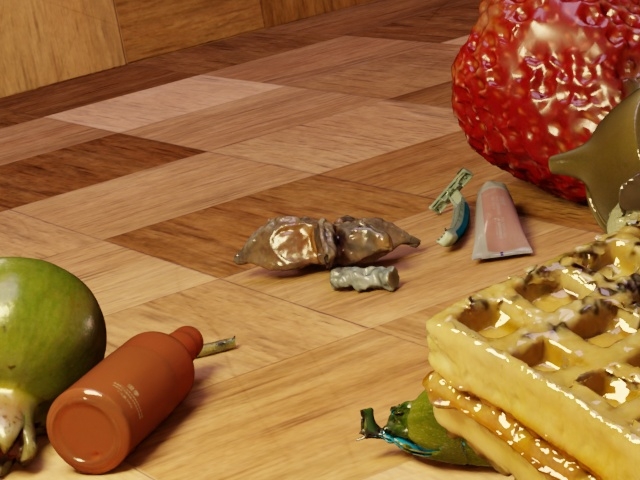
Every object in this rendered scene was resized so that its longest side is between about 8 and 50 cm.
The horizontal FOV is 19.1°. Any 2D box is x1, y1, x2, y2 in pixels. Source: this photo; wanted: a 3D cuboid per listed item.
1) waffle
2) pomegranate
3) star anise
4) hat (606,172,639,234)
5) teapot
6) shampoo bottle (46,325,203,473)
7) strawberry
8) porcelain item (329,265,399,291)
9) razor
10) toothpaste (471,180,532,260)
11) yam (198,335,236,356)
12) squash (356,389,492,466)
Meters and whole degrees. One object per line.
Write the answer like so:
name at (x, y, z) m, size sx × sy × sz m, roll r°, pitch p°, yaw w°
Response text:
waffle at (0.270, 0.123, 1.282) m, size 0.261 × 0.114 × 0.376 m, roll -24°, pitch 36°, yaw -28°
pomegranate at (-0.286, 0.107, 1.754) m, size 0.179 × 0.179 × 0.210 m, roll -10°, pitch 15°, yaw 0°
star anise at (0.015, -0.002, 2.155) m, size 0.172 × 0.063 × 0.208 m, roll -7°, pitch 2°, yaw -35°
hat at (0.396, -0.035, 1.726) m, size 0.257 × 0.130 × 0.257 m, roll 10°, pitch 28°, yaw -6°
teapot at (0.367, -0.058, 1.973) m, size 0.268 × 0.185 × 0.175 m, roll 16°, pitch -26°, yaw -18°
shampoo bottle at (-0.167, 0.134, 1.760) m, size 0.085 × 0.085 × 0.244 m, roll -5°, pitch 13°, yaw 19°
strawberry at (0.291, -0.190, 2.251) m, size 0.292 × 0.291 × 0.310 m, roll -8°, pitch 13°, yaw 10°
porcelain item at (0.045, 0.042, 2.064) m, size 0.083 × 0.028 × 0.036 m, roll -2°, pitch 0°, yaw 35°
razor at (0.157, -0.026, 2.224) m, size 0.068 × 0.037 × 0.191 m, roll -50°, pitch 8°, yaw 18°
toothpaste at (0.203, -0.018, 2.167) m, size 0.067 × 0.043 × 0.194 m, roll -6°, pitch 21°, yaw 5°
yam at (-0.137, 0.115, 1.937) m, size 0.107 × 0.014 × 0.014 m, roll -13°, pitch 15°, yaw -9°
squash at (0.174, 0.141, 1.496) m, size 0.331 × 0.087 × 0.087 m, roll -2°, pitch 17°, yaw 35°
